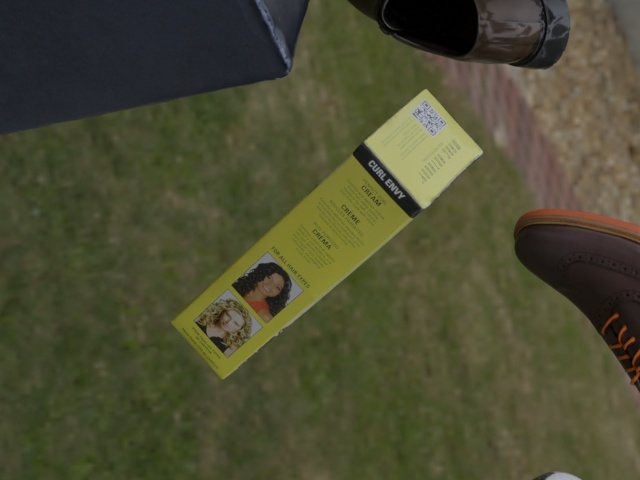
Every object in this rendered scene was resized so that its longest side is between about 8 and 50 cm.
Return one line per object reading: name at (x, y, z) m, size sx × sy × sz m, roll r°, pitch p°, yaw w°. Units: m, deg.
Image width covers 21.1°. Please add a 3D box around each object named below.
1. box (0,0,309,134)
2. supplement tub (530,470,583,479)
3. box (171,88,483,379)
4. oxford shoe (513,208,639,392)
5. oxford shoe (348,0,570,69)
box at (-0.239, -0.321, 1.155) m, size 0.472 × 0.479 × 0.297 m, roll -75°, pitch 147°, yaw -43°
supplement tub at (0.143, 0.271, 1.358) m, size 0.117 × 0.190 × 0.117 m, roll 29°, pitch 41°, yaw -29°
box at (0.000, 0.000, 1.111) m, size 0.058 × 0.232 × 0.087 m, roll 47°, pitch 43°, yaw 0°
oxford shoe at (0.266, 0.066, 1.395) m, size 0.098 × 0.271 × 0.097 m, roll -53°, pitch 164°, yaw -29°
oxford shoe at (0.070, -0.180, 1.235) m, size 0.096 × 0.227 × 0.083 m, roll -4°, pitch 108°, yaw -35°
